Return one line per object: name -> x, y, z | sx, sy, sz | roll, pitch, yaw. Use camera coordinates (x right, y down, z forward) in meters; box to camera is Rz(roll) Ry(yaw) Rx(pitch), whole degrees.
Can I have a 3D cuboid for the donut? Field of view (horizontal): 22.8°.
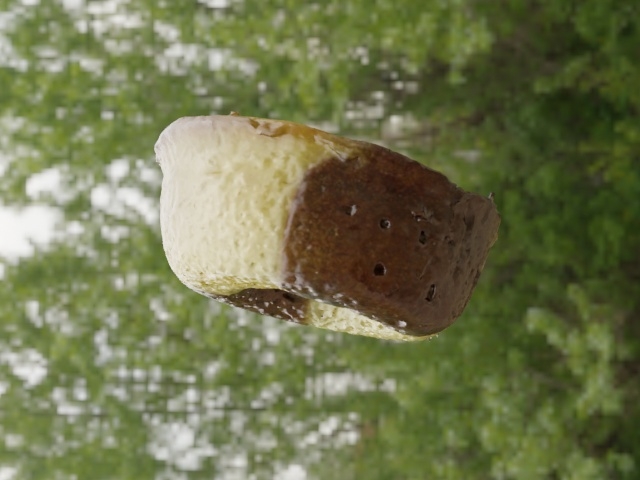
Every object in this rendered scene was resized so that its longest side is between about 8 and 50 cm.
donut -> 0.000, 0.000, 0.740 | 0.184, 0.166, 0.073 | 118, 163, -81
